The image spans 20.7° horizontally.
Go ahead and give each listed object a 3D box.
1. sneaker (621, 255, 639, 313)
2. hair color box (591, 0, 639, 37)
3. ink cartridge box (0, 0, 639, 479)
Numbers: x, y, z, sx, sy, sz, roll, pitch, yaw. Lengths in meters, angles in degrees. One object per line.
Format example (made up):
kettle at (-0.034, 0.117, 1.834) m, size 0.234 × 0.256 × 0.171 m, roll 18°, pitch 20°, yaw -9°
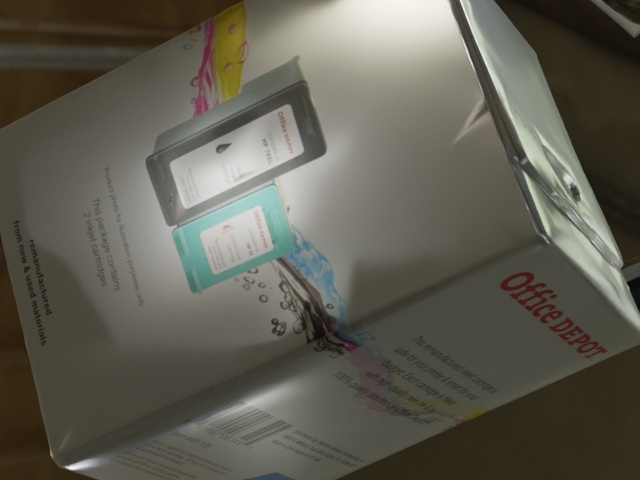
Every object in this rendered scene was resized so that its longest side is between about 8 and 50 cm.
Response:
sneaker at (0.425, 0.086, 1.952) m, size 0.282 × 0.153 × 0.099 m, roll -11°, pitch -16°, yaw -23°
hair color box at (0.170, -0.346, 1.413) m, size 0.113 × 0.374 × 0.185 m, roll -49°, pitch -2°, yaw -10°
ink cartridge box at (0.000, 0.000, 0.935) m, size 0.270 × 0.197 × 0.198 m, roll -25°, pitch -26°, yaw 16°
